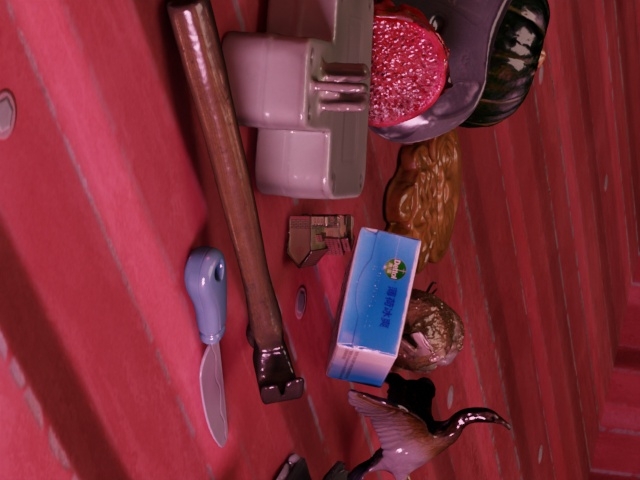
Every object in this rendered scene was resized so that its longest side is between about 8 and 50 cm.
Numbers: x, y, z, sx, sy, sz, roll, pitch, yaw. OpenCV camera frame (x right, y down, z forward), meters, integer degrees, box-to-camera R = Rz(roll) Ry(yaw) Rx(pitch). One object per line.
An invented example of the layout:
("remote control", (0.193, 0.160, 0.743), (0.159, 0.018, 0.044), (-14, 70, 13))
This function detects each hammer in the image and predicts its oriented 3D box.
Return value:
("hammer", (-0.081, -0.035, 1.782), (0.168, 0.044, 0.440), (-111, -173, -59))

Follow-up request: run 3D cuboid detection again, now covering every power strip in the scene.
("power strip", (0.004, -0.156, 1.911), (0.261, 0.141, 0.229), (-7, 101, -74))

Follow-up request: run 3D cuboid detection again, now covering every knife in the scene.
("knife", (-0.107, 0.114, 1.833), (0.058, 0.032, 0.244), (-64, 157, -55))

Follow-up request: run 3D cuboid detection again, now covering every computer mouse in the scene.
("computer mouse", (0.151, -0.289, 2.227), (0.379, 0.167, 0.090), (-63, -170, -6))

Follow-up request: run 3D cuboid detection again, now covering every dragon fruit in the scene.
("dragon fruit", (0.073, -0.215, 2.118), (0.111, 0.153, 0.153), (-90, 173, -52))

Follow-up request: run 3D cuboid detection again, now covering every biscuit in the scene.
("biscuit", (0.143, -0.059, 2.504), (0.288, 0.044, 0.202), (-38, 132, -68))

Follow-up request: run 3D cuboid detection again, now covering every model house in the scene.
("model house", (0.000, 0.000, 2.065), (0.083, 0.057, 0.058), (-7, 98, -73))

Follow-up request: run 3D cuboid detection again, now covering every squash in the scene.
("squash", (0.196, -0.249, 2.364), (0.218, 0.172, 0.218), (24, 90, -85))

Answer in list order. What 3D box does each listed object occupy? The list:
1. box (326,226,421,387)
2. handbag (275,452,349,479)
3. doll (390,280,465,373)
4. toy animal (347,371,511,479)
("box", (0.057, 0.079, 2.143), (0.194, 0.073, 0.139), (104, -2, -75))
("handbag", (-0.030, 0.397, 2.061), (0.260, 0.079, 0.248), (-55, 148, -60))
("doll", (0.114, 0.117, 2.358), (0.221, 0.105, 0.115), (-10, 89, -73))
("toy animal", (0.128, 0.242, 2.315), (0.272, 0.197, 0.160), (-57, 161, -76))
